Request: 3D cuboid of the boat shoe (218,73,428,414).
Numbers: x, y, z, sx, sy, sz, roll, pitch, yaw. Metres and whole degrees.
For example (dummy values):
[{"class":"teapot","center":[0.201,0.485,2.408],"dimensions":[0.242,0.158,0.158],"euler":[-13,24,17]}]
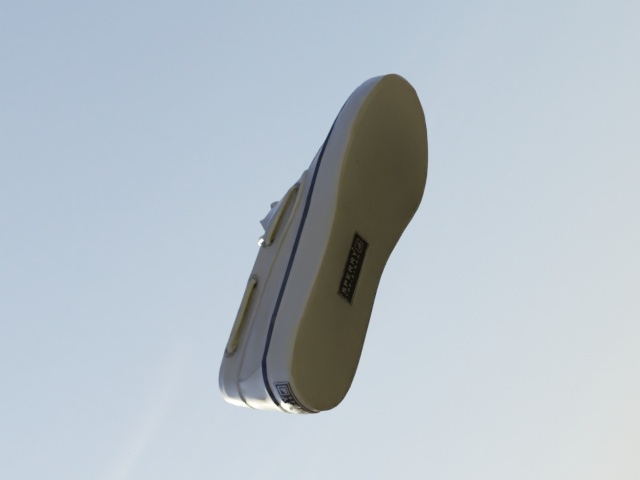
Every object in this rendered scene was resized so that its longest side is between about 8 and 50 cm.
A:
[{"class":"boat shoe","center":[0.000,0.000,1.215],"dimensions":[0.096,0.088,0.267],"euler":[41,-124,-43]}]
